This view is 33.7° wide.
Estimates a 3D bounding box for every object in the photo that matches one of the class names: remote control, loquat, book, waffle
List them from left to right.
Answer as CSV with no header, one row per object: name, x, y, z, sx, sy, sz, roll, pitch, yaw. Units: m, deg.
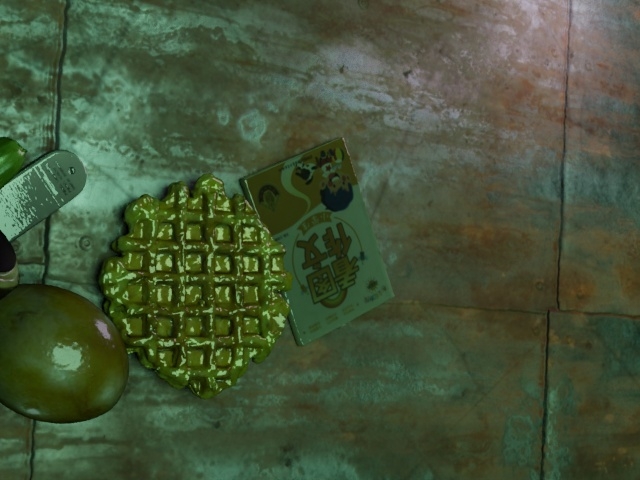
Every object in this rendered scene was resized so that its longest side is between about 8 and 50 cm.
remote control,-0.432,-0.043,1.478,0.245,0.022,0.077,-40,113,-26
loquat,-0.370,0.151,1.430,0.227,0.179,0.179,33,73,-19
waffle,-0.189,0.069,1.600,0.325,0.068,0.302,48,68,-17
book,0.000,0.000,1.752,0.208,0.020,0.295,-26,104,-30

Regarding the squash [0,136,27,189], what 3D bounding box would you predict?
squash,-0.518,-0.046,1.387,0.292,0.082,0.082,-37,109,-26

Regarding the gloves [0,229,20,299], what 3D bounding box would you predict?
gloves,-0.520,0.106,1.333,0.331,0.141,0.154,-41,115,12
